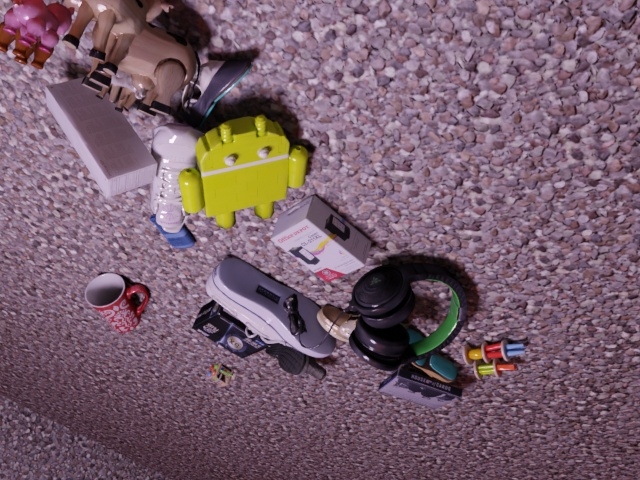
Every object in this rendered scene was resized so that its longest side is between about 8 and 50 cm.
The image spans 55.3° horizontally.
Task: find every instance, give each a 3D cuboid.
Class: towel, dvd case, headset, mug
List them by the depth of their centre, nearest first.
[{"bbox_3d":[0.123,0.158,1.353,0.395,0.185,0.243,-7,121,-13],"label":"headset"},{"bbox_3d":[-0.354,-0.025,1.461,0.067,0.029,0.119,-3,137,24],"label":"towel"},{"bbox_3d":[0.272,0.417,1.699,0.180,0.029,0.238,18,157,0],"label":"dvd case"},{"bbox_3d":[-0.570,0.190,1.745,0.151,0.113,0.169,10,144,14],"label":"mug"}]

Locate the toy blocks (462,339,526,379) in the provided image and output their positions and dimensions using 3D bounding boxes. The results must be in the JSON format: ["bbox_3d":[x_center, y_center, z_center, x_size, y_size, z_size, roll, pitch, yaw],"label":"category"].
[{"bbox_3d":[0.443,0.293,1.505,0.148,0.054,0.123,-14,131,34],"label":"toy blocks"}]

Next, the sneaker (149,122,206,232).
[{"bbox_3d":[-0.273,-0.114,1.187,0.114,0.152,0.305,5,157,-12],"label":"sneaker"}]

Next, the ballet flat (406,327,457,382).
[{"bbox_3d":[0.258,0.303,1.576,0.232,0.080,0.073,41,147,-26],"label":"ballet flat"}]

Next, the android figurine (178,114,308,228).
[{"bbox_3d":[-0.143,-0.128,1.147,0.249,0.056,0.272,-14,147,-18],"label":"android figurine"}]

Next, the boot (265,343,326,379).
[{"bbox_3d":[-0.042,0.337,1.685,0.161,0.083,0.246,34,172,-21],"label":"boot"}]

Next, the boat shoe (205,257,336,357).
[{"bbox_3d":[-0.138,0.196,1.557,0.367,0.135,0.156,33,139,-15],"label":"boat shoe"}]

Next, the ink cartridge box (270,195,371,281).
[{"bbox_3d":[0.000,0.000,1.314,0.175,0.072,0.127,38,139,-24],"label":"ink cartridge box"}]

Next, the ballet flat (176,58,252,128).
[{"bbox_3d":[-0.197,-0.268,1.075,0.074,0.074,0.203,35,142,-20],"label":"ballet flat"}]

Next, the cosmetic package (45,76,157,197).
[{"bbox_3d":[-0.405,-0.195,1.123,0.239,0.099,0.060,53,144,17],"label":"cosmetic package"}]

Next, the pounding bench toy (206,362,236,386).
[{"bbox_3d":[-0.320,0.432,1.979,0.083,0.052,0.065,-22,126,40],"label":"pounding bench toy"}]

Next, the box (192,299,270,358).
[{"bbox_3d":[-0.237,0.238,1.691,0.180,0.077,0.147,37,139,-22],"label":"box"}]

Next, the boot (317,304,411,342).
[{"bbox_3d":[0.105,0.190,1.498,0.213,0.077,0.165,31,133,9],"label":"boot"}]

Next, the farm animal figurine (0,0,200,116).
[{"bbox_3d":[-0.312,-0.318,0.928,0.331,0.172,0.327,17,175,40],"label":"farm animal figurine"}]
